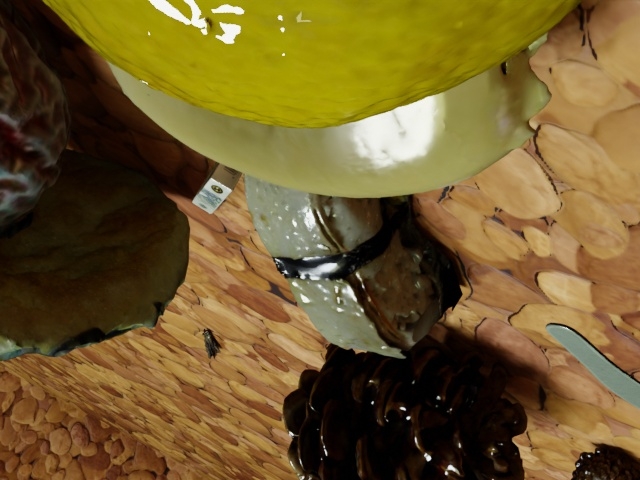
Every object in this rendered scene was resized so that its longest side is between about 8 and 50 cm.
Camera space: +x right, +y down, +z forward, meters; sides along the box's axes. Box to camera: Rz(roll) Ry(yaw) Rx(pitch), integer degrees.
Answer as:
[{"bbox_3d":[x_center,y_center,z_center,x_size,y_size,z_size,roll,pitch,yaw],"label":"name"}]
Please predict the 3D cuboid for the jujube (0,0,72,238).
[{"bbox_3d":[-0.352,-0.144,0.979,0.226,0.226,0.317,9,146,46],"label":"jujube"}]

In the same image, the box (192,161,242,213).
[{"bbox_3d":[-0.085,-0.060,1.022,0.024,0.054,0.083,30,160,-9],"label":"box"}]

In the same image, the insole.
[{"bbox_3d":[0.257,0.118,1.023,0.153,0.002,0.053,40,159,-21],"label":"insole"}]

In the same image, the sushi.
[{"bbox_3d":[0.011,-0.001,0.941,0.134,0.109,0.273,18,155,31],"label":"sushi"}]

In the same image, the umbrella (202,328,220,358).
[{"bbox_3d":[-0.161,0.149,1.672,0.083,0.020,0.031,78,169,-63],"label":"umbrella"}]

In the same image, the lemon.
[{"bbox_3d":[-0.001,-0.163,0.391,0.267,0.267,0.267,27,159,11],"label":"lemon"}]

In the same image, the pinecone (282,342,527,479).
[{"bbox_3d":[0.083,0.209,1.179,0.272,0.224,0.224,-2,142,49],"label":"pinecone"}]

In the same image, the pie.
[{"bbox_3d":[-0.278,-0.003,1.124,0.371,0.296,0.078,-124,33,-53],"label":"pie"}]

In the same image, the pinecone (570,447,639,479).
[{"bbox_3d":[0.299,0.257,1.194,0.083,0.077,0.077,34,162,-37],"label":"pinecone"}]

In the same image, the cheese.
[{"bbox_3d":[-0.014,-0.128,0.661,0.316,0.128,0.259,18,154,28],"label":"cheese"}]
